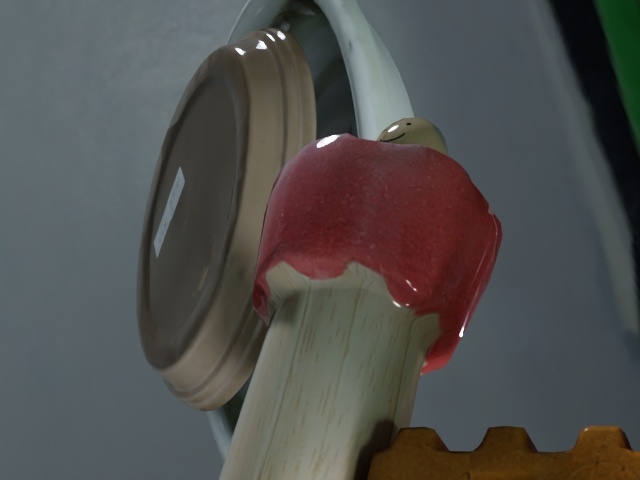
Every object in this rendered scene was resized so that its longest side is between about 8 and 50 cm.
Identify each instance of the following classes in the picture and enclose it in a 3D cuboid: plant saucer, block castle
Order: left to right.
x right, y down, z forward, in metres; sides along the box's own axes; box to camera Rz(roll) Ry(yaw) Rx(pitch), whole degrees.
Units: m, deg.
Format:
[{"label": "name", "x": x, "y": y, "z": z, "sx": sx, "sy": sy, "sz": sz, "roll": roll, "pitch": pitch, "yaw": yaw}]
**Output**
[{"label": "plant saucer", "x": -0.078, "y": -0.019, "z": 0.846, "sx": 0.278, "sy": 0.041, "sz": 0.278, "roll": -169, "pitch": -90, "yaw": -68}, {"label": "plant saucer", "x": 0.000, "y": 0.000, "z": 0.896, "sx": 0.400, "sy": 0.100, "sz": 0.400, "roll": -178, "pitch": -90, "yaw": -69}, {"label": "block castle", "x": 0.220, "y": 0.081, "z": 0.386, "sx": 0.303, "sy": 0.453, "sz": 0.213, "roll": 58, "pitch": 36, "yaw": -40}]
